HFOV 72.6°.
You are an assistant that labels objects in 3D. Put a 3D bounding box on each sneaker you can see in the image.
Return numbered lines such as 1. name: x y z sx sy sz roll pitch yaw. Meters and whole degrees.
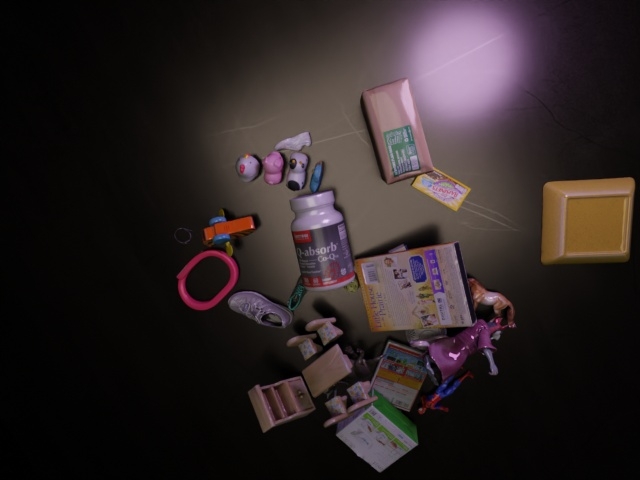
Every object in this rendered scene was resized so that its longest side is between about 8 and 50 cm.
1. sneaker: -0.254 0.292 1.825 0.282 0.115 0.105 15 102 2
2. sneaker: -0.110 -0.377 1.715 0.152 0.053 0.061 -18 102 8
3. sneaker: -0.089 0.223 1.817 0.065 0.076 0.166 23 102 0

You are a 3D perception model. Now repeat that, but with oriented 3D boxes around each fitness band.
1. fitness band: -0.482 0.166 1.858 0.209 0.054 0.291 44 102 -7

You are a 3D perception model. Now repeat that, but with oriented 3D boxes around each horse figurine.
1. horse figurine: 0.674 0.259 1.762 0.264 0.066 0.174 20 108 4

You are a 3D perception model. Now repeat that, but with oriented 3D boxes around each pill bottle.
1. pill bottle: 0.000 0.000 1.698 0.210 0.210 0.362 -12 99 7

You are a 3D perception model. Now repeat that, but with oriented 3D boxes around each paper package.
1. paper package: 0.261 -0.382 1.550 0.168 0.309 0.324 -16 100 8

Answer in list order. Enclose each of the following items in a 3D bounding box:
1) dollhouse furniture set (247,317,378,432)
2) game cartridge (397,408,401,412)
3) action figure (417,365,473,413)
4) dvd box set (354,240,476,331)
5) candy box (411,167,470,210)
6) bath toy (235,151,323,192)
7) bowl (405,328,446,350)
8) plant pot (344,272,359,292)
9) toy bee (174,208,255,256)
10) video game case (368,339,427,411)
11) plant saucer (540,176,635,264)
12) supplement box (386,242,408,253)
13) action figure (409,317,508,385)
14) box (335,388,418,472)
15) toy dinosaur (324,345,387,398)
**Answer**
1. dollhouse furniture set: -0.056 0.563 1.716 0.394 0.257 0.362 -45 60 29
2. game cartridge: 0.322 0.776 1.918 0.056 0.017 0.083 23 102 4
3. action figure: 0.513 0.648 1.818 0.091 0.139 0.280 42 104 -2
4. dvd box set: 0.349 0.187 1.662 0.421 0.062 0.307 -13 91 36
5. candy box: 0.471 -0.209 1.708 0.206 0.027 0.105 29 105 -1
6. bath toy: -0.168 -0.277 1.701 0.349 0.129 0.151 8 96 4
7. bowl: 0.441 0.393 1.800 0.170 0.080 0.170 1 102 5
8. plant pot: 0.126 0.180 1.787 0.083 0.079 0.083 1 101 6
9. toy bee: -0.422 -0.035 1.779 0.299 0.162 0.195 10 70 -9
10. video game case: 0.336 0.580 1.864 0.204 0.025 0.285 19 107 1
11. plant saucer: 1.030 -0.063 1.659 0.333 0.081 0.332 -3 101 6
12. supplement box: 0.323 0.069 1.759 0.083 0.056 0.083 -27 97 9
13. action figure: 0.559 0.402 1.713 0.370 0.248 0.275 -36 85 -4
14. box: 0.240 0.814 1.862 0.262 0.127 0.231 41 109 -5
15. toy dinosaur: 0.140 0.538 1.854 0.314 0.121 0.160 -24 110 5
